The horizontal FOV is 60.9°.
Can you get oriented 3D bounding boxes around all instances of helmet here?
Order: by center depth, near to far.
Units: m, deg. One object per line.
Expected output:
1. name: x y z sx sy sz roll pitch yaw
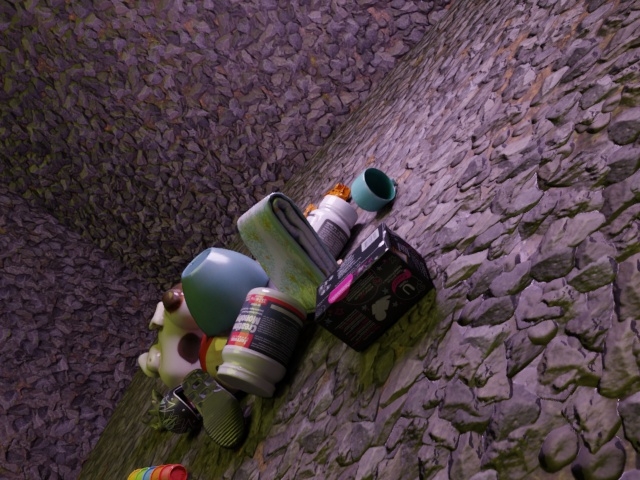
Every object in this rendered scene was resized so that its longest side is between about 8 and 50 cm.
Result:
1. helmet: -0.482 0.590 1.897 0.169 0.169 0.161 -42 2 33

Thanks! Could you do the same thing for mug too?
1. mug: 0.174 -0.155 1.775 0.097 0.158 0.129 -41 43 42

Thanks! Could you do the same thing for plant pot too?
1. plant pot: -0.337 0.139 1.774 0.290 0.195 0.290 -37 19 15

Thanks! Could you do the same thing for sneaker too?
1. sneaker: -0.294 0.519 1.633 0.122 0.146 0.330 -37 36 -14

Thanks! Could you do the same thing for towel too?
1. towel: -0.089 0.055 1.595 0.090 0.374 0.320 -37 6 -29

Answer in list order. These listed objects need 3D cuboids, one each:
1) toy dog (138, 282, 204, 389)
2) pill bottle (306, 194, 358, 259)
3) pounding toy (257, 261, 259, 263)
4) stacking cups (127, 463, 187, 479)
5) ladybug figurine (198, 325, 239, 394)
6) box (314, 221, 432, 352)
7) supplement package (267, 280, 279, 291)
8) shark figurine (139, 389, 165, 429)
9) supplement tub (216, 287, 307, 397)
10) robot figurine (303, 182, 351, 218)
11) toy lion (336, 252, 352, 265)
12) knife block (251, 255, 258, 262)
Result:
1. toy dog: -0.535 0.350 2.111 0.395 0.285 0.408 -134 55 -67
2. pill bottle: 0.000 0.000 1.828 0.283 0.161 0.161 -56 16 -16
3. pounding toy: -0.155 0.109 2.207 0.154 0.155 0.269 -26 21 -14
4. stacking cups: -0.529 0.767 1.751 0.316 0.096 0.096 -37 22 45
5. ladybug figurine: -0.313 0.357 1.869 0.305 0.162 0.449 -64 14 -6
6. box: 0.119 0.110 1.280 0.247 0.142 0.163 -45 15 19
7. supplement package: -0.159 0.161 1.945 0.194 0.149 0.203 -58 15 -20
8. shark figurine: -0.630 0.715 2.222 0.116 0.166 0.278 -32 -20 -42
9. supplement tub: -0.167 0.291 1.569 0.191 0.191 0.272 -28 36 56
10. robot figurine: 0.006 -0.116 2.213 0.291 0.085 0.211 -31 25 52
11. toy lion: 0.089 0.075 1.659 0.096 0.034 0.100 -33 23 31
12. knife block: -0.216 0.025 2.528 0.275 0.088 0.242 -47 17 20
